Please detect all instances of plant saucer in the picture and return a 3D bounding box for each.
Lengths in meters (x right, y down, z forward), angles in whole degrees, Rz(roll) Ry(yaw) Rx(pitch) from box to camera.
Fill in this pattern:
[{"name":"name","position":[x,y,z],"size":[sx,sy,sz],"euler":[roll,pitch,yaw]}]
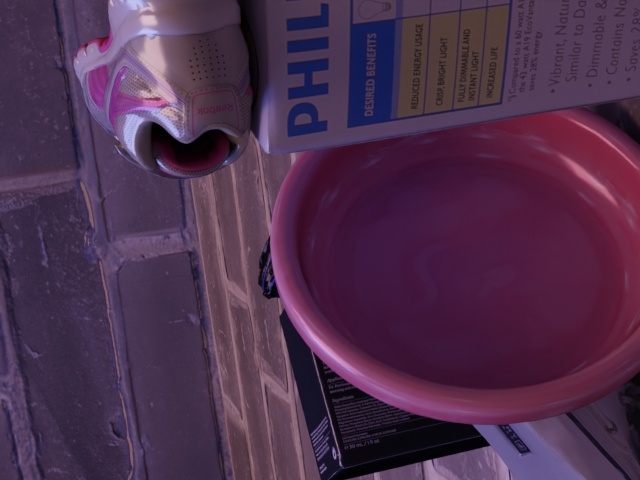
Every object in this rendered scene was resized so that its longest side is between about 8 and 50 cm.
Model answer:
[{"name":"plant saucer","position":[0.126,0.013,1.015],"size":[0.084,0.332,0.332],"euler":[87,165,-52]}]

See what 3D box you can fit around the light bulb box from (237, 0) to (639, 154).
[{"name":"light bulb box","position":[0.097,-0.283,0.864],"size":[0.225,0.361,0.358],"euler":[-125,29,-56]}]

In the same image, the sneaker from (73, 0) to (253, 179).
[{"name":"sneaker","position":[-0.106,-0.091,0.844],"size":[0.252,0.103,0.111],"euler":[149,111,-76]}]

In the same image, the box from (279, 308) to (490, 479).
[{"name":"box","position":[0.110,0.122,1.255],"size":[0.103,0.261,0.184],"euler":[121,137,-67]}]

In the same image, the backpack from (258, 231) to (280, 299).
[{"name":"backpack","position":[0.000,0.000,1.785],"size":[0.117,0.158,0.173],"euler":[-91,13,-63]}]

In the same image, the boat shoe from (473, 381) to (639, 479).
[{"name":"boat shoe","position":[0.230,0.148,1.108],"size":[0.367,0.156,0.136],"euler":[49,156,2]}]
